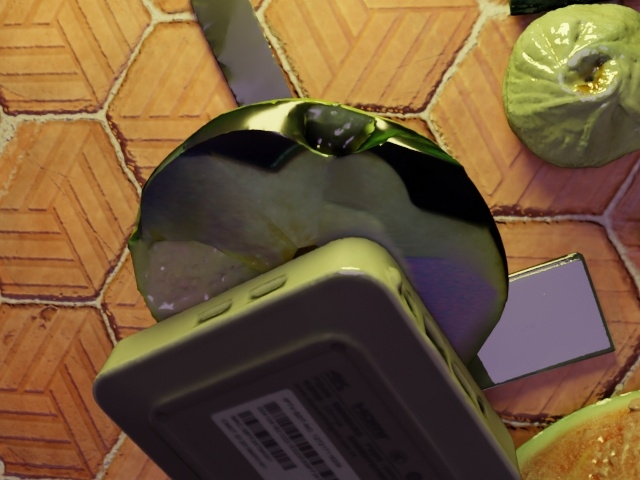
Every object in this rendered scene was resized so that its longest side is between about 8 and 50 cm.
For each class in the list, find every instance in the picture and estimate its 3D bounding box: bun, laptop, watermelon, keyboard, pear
[{"bbox_3d":[0.307,-0.176,0.837,0.195,0.118,0.196,0,91,7],"label":"bun"},{"bbox_3d":[0.253,0.101,0.908,0.180,0.016,0.129,-19,89,11],"label":"laptop"},{"bbox_3d":[0.390,0.323,0.788,0.283,0.293,0.250,-41,115,8],"label":"watermelon"},{"bbox_3d":[-0.102,-0.249,0.960,0.074,0.015,0.197,-25,88,7],"label":"keyboard"},{"bbox_3d":[-0.001,0.001,0.836,0.398,0.165,0.399,4,124,5],"label":"pear"}]

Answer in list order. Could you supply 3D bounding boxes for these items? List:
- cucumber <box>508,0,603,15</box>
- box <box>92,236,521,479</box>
[{"bbox_3d":[0.323,-0.300,0.856,0.211,0.078,0.062,-16,121,14],"label":"cucumber"},{"bbox_3d":[-0.010,0.205,0.820,0.373,0.090,0.367,-25,117,23],"label":"box"}]
